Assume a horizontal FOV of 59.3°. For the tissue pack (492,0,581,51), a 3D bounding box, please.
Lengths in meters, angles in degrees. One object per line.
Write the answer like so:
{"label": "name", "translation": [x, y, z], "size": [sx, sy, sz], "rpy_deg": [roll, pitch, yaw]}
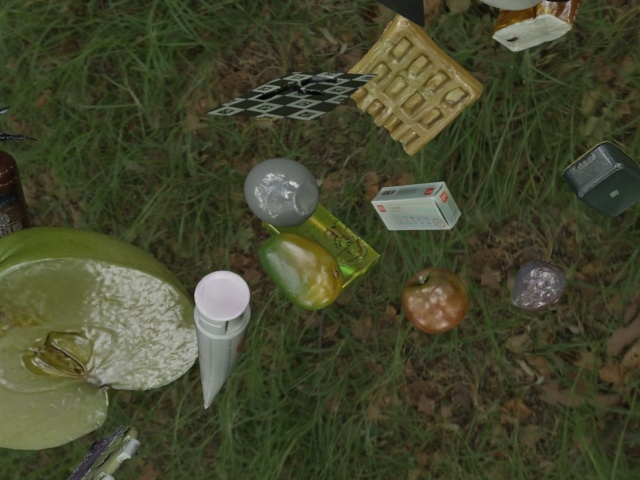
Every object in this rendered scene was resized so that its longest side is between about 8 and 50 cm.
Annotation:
{"label": "tissue pack", "translation": [0.463, -0.523, 1.156], "size": [0.091, 0.183, 0.226], "rpy_deg": [22, 86, -18]}

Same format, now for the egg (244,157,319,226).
{"label": "egg", "translation": [-0.106, -0.127, 1.456], "size": [0.231, 0.176, 0.176], "rpy_deg": [29, 120, 51]}

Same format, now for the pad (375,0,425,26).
{"label": "pad", "translation": [0.079, -0.360, 0.783], "size": [0.157, 0.112, 0.003], "rpy_deg": [21, 137, -17]}

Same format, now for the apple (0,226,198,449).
{"label": "apple", "translation": [-0.373, 0.140, 0.807], "size": [0.311, 0.320, 0.360], "rpy_deg": [5, 145, 27]}

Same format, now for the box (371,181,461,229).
{"label": "box", "translation": [0.301, -0.103, 1.776], "size": [0.269, 0.079, 0.135], "rpy_deg": [0, 134, 51]}

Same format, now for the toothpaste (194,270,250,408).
{"label": "toothpaste", "translation": [-0.128, 0.139, 0.740], "size": [0.066, 0.100, 0.323], "rpy_deg": [25, 148, 5]}

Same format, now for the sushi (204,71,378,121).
{"label": "sushi", "translation": [-0.035, -0.227, 0.938], "size": [0.192, 0.279, 0.043], "rpy_deg": [9, 122, 23]}

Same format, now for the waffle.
{"label": "waffle", "translation": [0.267, -0.452, 1.663], "size": [0.348, 0.078, 0.304], "rpy_deg": [35, 126, -20]}

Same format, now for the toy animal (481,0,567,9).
{"label": "toy animal", "translation": [0.309, -0.444, 0.831], "size": [0.165, 0.235, 0.187], "rpy_deg": [-12, 110, -23]}

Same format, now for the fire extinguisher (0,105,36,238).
{"label": "fire extinguisher", "translation": [-0.570, -0.078, 1.015], "size": [0.137, 0.102, 0.344], "rpy_deg": [-8, 129, -23]}

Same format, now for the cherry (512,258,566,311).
{"label": "cherry", "translation": [0.654, 0.137, 1.686], "size": [0.140, 0.176, 0.176], "rpy_deg": [28, 114, 23]}

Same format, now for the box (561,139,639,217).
{"label": "box", "translation": [0.734, -0.150, 1.434], "size": [0.200, 0.090, 0.144], "rpy_deg": [23, 129, -35]}

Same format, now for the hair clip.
{"label": "hair clip", "translation": [-0.289, 0.308, 0.692], "size": [0.146, 0.187, 0.056], "rpy_deg": [-32, 116, 35]}

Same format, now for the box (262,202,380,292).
{"label": "box", "translation": [0.000, 0.000, 1.618], "size": [0.311, 0.173, 0.043], "rpy_deg": [42, 149, 19]}

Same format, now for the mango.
{"label": "mango", "translation": [-0.050, 0.065, 1.352], "size": [0.251, 0.114, 0.157], "rpy_deg": [39, 123, 38]}

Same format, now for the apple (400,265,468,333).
{"label": "apple", "translation": [0.333, 0.175, 1.630], "size": [0.188, 0.188, 0.174], "rpy_deg": [-32, 105, 24]}
